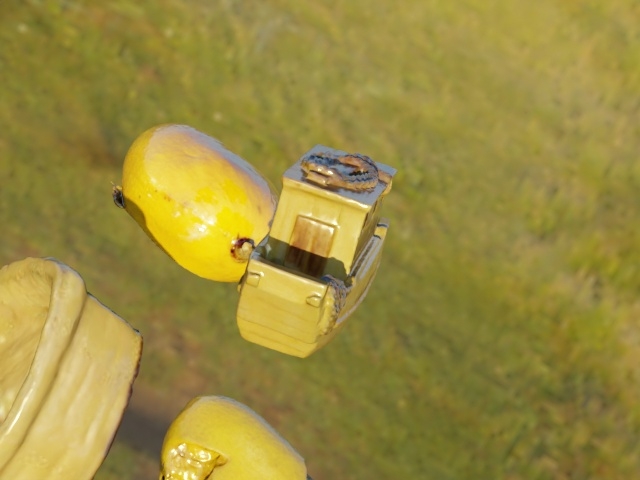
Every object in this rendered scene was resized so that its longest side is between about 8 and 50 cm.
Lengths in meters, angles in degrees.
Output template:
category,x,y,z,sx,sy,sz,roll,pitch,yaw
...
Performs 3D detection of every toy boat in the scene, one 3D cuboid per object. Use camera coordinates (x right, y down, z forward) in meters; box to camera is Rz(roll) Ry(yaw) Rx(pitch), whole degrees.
category,x,y,z,sx,sy,sz,roll,pitch,yaw
toy boat,-0.153,0.087,0.906,0.061,0.188,0.116,29,28,-31
toy boat,0.000,0.000,0.925,0.057,0.077,0.200,18,16,6

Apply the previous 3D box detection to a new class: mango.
category,x,y,z,sx,sy,sz,roll,pitch,yaw
mango,-0.056,0.264,1.799,0.167,0.130,0.262,-37,90,-39
mango,-0.069,-0.029,1.117,0.101,0.066,0.187,29,9,-21
